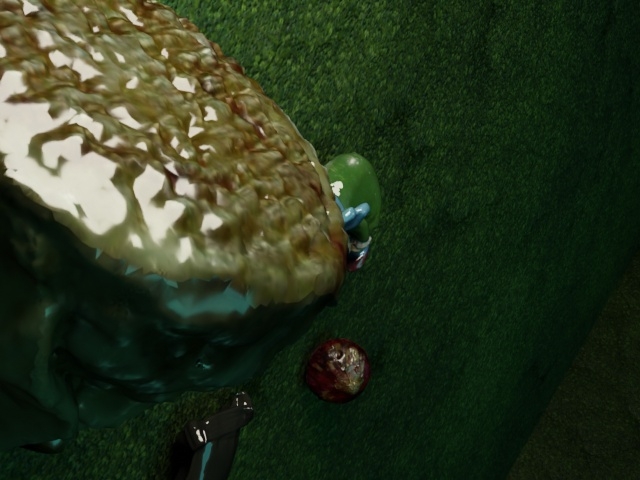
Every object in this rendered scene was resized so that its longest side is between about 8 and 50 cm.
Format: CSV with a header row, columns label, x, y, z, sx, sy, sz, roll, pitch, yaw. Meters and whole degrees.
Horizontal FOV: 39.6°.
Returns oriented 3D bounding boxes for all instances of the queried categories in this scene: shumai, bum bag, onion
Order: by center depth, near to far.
label,x,y,z,sx,sy,sz,roll,pitch,yaw
shumai,-0.206,0.002,0.667,0.395,0.395,0.348,-16,150,-55
bum bag,-0.180,0.346,1.176,0.326,0.079,0.142,-68,159,-4
onion,0.028,0.205,1.408,0.107,0.097,0.107,-4,105,-14

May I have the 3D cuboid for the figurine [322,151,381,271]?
label,x,y,z,sx,sy,sz,roll,pitch,yaw
figurine,-0.013,-0.002,1.160,0.234,0.127,0.185,-51,158,-46
